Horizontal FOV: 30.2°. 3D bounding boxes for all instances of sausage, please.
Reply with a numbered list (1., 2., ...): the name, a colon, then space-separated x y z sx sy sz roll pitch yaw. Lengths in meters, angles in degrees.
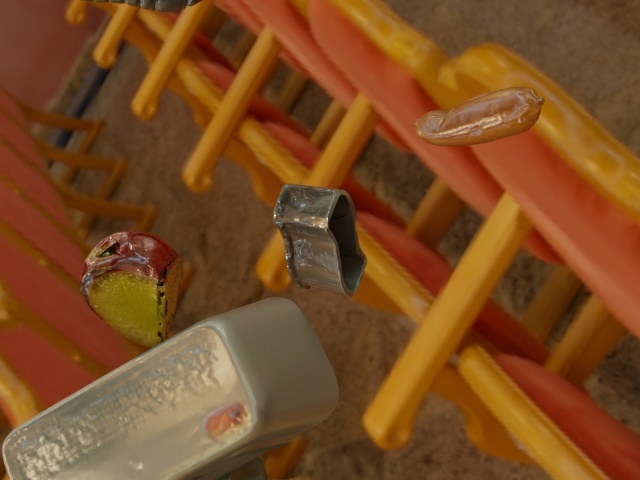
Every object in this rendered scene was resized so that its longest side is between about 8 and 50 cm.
1. sausage: 0.186 -0.141 1.396 0.183 0.054 0.062 -12 25 39

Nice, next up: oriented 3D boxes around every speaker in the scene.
1. speaker: -0.195 0.229 1.481 0.406 0.184 0.183 -31 78 24

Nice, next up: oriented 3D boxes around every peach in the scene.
1. peach: -0.228 0.056 1.512 0.127 0.172 0.092 -8 47 18

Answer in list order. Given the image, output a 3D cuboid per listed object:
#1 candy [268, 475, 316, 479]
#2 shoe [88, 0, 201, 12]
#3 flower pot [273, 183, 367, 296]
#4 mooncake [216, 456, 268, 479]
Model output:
1. candy: -0.047 0.480 1.793 0.260 0.260 0.118 -55 9 13
2. shoe: -0.267 -0.421 1.770 0.137 0.291 0.114 -70 -18 -49
3. flower pot: 0.000 0.000 2.038 0.108 0.229 0.103 8 51 23
4. mooncake: -0.146 0.360 1.661 0.168 0.104 0.175 50 124 45
